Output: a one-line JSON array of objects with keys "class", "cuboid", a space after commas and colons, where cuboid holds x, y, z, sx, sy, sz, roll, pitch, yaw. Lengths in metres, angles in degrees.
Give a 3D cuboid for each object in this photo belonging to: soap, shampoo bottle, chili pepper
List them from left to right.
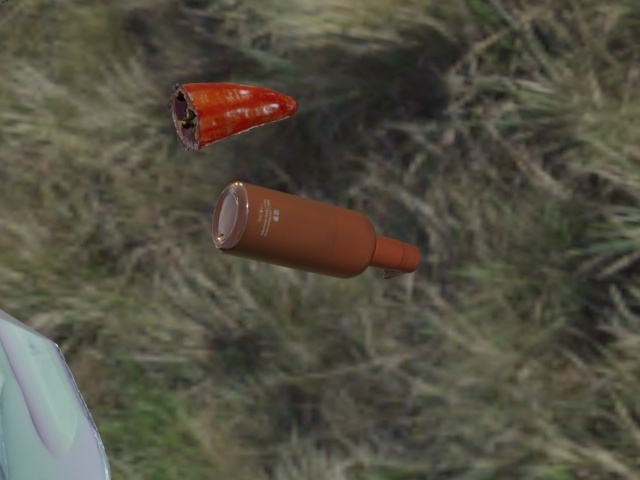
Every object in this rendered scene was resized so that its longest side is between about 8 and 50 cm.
[{"class": "soap", "cuboid": [-0.416, 0.242, 1.872, 0.261, 0.156, 0.446, -49, 48, 17]}, {"class": "chili pepper", "cuboid": [-0.101, -0.164, 1.967, 0.065, 0.169, 0.088, -29, 75, 58]}, {"class": "shampoo bottle", "cuboid": [0.001, -0.001, 1.718, 0.085, 0.244, 0.085, -34, 49, 50]}]

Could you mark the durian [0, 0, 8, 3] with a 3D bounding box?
[{"class": "durian", "cuboid": [-0.317, -0.248, 1.425, 0.052, 0.066, 0.130, -70, 22, 7]}]
